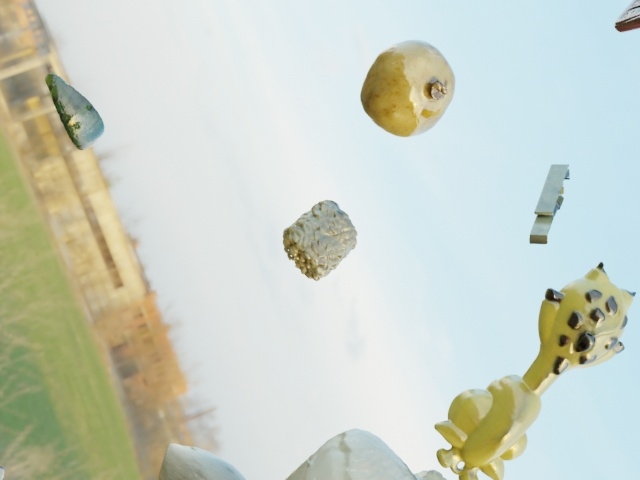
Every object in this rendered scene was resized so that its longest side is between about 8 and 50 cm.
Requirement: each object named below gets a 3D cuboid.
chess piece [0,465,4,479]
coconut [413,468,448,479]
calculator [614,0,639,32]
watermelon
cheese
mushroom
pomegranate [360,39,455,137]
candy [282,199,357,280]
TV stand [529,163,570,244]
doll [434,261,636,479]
[{"bbox_3d":[-0.544,0.422,1.774,0.066,0.066,0.122,87,3,-63],"label":"chess piece"},{"bbox_3d":[0.145,0.528,1.661,0.404,0.405,0.404,159,-90,-81],"label":"coconut"},{"bbox_3d":[0.458,-0.314,1.374,0.034,0.126,0.190,49,-22,-14],"label":"calculator"},{"bbox_3d":[-0.502,-0.242,2.255,0.092,0.075,0.181,17,-33,32],"label":"watermelon"},{"bbox_3d":[0.020,0.296,1.019,0.189,0.154,0.198,-50,-123,41],"label":"cheese"},{"bbox_3d":[-0.130,0.321,1.355,0.212,0.088,0.097,32,-71,40],"label":"mushroom"},{"bbox_3d":[0.168,-0.283,2.076,0.196,0.196,0.196,159,-90,-81],"label":"pomegranate"},{"bbox_3d":[0.000,0.000,1.636,0.095,0.110,0.085,50,-36,10],"label":"candy"},{"bbox_3d":[0.421,-0.069,2.039,0.249,0.036,0.042,-57,146,-52],"label":"TV stand"},{"bbox_3d":[0.242,0.154,1.250,0.117,0.291,0.086,39,4,-8],"label":"doll"}]
